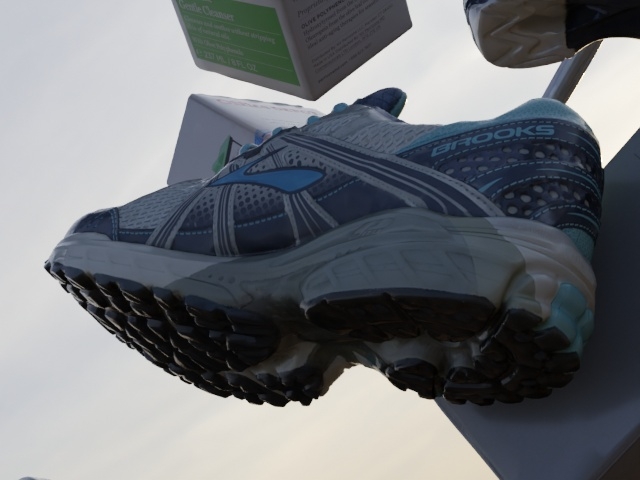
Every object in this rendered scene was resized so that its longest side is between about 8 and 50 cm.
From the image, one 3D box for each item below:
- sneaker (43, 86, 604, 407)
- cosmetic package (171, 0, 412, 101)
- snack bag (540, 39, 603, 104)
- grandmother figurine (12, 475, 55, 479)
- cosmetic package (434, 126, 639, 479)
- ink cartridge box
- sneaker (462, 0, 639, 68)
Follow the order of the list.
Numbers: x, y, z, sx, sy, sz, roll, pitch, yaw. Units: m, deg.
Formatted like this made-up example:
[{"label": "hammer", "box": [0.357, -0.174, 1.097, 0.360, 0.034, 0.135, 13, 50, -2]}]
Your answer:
[{"label": "sneaker", "box": [0.000, 0.000, 0.561, 0.283, 0.110, 0.122, 0, 55, 38]}, {"label": "cosmetic package", "box": [-0.065, -0.336, 1.188, 0.155, 0.197, 0.366, -40, -52, -26]}, {"label": "snack bag", "box": [0.269, -0.265, 1.060, 0.343, 0.037, 0.323, -57, -6, -35]}, {"label": "grandmother figurine", "box": [-0.088, 0.266, 0.743, 0.104, 0.342, 0.208, -17, 34, 27]}, {"label": "cosmetic package", "box": [0.171, 0.018, 0.538, 0.238, 0.107, 0.127, -47, -41, 12]}, {"label": "ink cartridge box", "box": [-0.007, -0.059, 1.417, 0.201, 0.278, 0.117, 2, -68, -45]}, {"label": "sneaker", "box": [0.206, -0.198, 0.847, 0.234, 0.153, 0.094, -11, -38, 6]}]
